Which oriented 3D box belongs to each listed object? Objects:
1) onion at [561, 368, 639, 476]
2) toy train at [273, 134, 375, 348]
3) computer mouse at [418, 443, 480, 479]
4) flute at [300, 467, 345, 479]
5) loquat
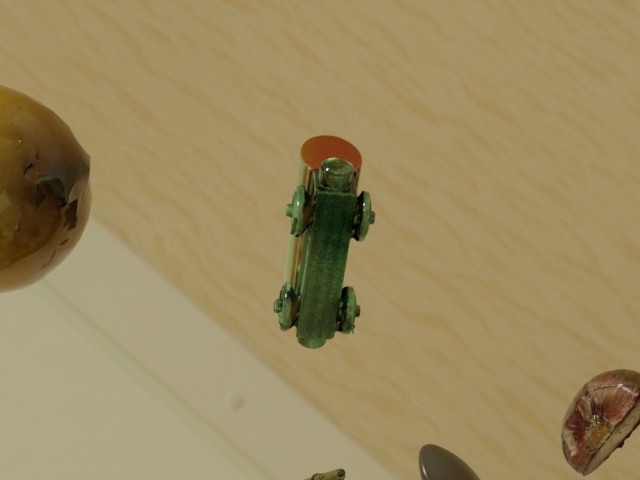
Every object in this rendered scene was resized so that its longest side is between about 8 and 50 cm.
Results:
[{"bbox_3d":[0.450,0.274,1.870,0.151,0.098,0.206,-6,-45,-52],"label":"onion"},{"bbox_3d":[0.000,0.000,1.553,0.177,0.116,0.285,-96,10,-55],"label":"toy train"},{"bbox_3d":[0.269,0.477,2.264,0.057,0.232,0.120,-33,32,23],"label":"computer mouse"},{"bbox_3d":[-0.027,0.407,1.969,0.027,0.027,0.233,-48,11,-36],"label":"flute"},{"bbox_3d":[-0.365,-0.053,1.284,0.235,0.235,0.235,-49,-2,-2],"label":"loquat"}]
